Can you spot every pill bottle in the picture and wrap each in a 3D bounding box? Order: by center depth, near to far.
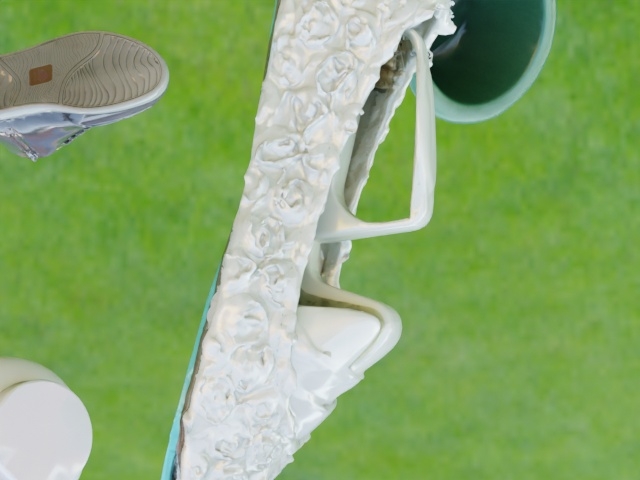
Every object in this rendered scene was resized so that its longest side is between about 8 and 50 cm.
[{"bbox_3d":[-0.300,0.179,1.686,0.146,0.146,0.264,17,162,-30],"label":"pill bottle"}]

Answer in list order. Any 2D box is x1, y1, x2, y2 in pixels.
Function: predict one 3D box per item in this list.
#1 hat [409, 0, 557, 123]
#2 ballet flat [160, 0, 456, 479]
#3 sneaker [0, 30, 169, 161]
[{"bbox_3d":[0.097,-0.208,1.760,0.173,0.183,0.209,-27,125,-24],"label":"hat"},{"bbox_3d":[0.000,0.000,1.265,0.147,0.409,0.147,13,176,1],"label":"ballet flat"},{"bbox_3d":[-0.230,-0.135,1.831,0.222,0.083,0.118,-4,160,20],"label":"sneaker"}]
